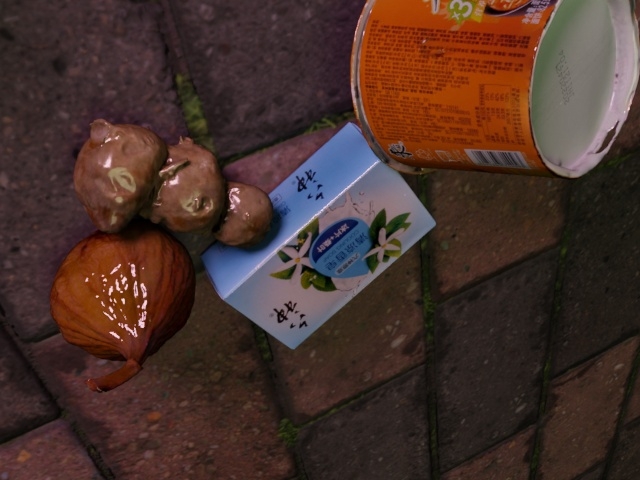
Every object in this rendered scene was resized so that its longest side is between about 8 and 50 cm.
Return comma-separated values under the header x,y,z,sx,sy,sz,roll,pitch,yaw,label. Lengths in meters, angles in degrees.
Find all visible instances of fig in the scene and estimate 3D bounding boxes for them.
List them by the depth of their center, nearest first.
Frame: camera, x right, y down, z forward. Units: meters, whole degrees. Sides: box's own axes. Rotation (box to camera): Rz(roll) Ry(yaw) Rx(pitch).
x,y,z,sx,sy,sz,roll,pitch,yaw,label
-0.175,0.070,0.677,0.133,0.201,0.146,29,101,-34,fig

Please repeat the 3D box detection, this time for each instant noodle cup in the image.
x,y,z,sx,sy,sz,roll,pitch,yaw,label
0.170,-0.159,0.668,0.230,0.182,0.230,-14,113,-37,instant noodle cup

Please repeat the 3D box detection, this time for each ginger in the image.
x,y,z,sx,sy,sz,roll,pitch,yaw,label
-0.134,-0.046,0.683,0.204,0.080,0.104,14,84,-40,ginger

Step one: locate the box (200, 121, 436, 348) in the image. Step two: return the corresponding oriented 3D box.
x,y,z,sx,sy,sz,roll,pitch,yaw,label
0.000,0.000,0.810,0.232,0.083,0.142,-42,136,3,box
